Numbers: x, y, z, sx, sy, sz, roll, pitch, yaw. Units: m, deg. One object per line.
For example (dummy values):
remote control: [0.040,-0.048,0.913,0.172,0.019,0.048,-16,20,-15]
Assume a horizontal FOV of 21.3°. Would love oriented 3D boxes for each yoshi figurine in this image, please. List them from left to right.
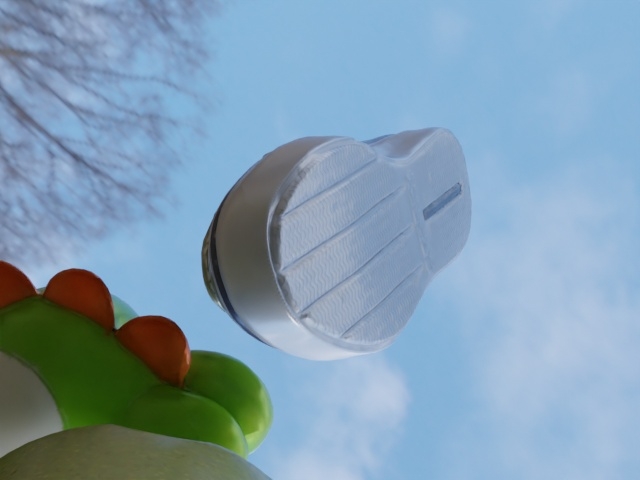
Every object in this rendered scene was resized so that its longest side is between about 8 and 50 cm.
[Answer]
yoshi figurine: [-0.199,0.106,0.912,0.362,0.203,0.203,11,-112,21]

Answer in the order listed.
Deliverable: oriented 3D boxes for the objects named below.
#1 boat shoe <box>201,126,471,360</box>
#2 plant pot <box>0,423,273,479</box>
boat shoe: [0.000,0.000,0.882,0.094,0.302,0.109,-9,-86,21]
plant pot: [-0.084,0.204,0.634,0.276,0.276,0.254,-21,-159,10]
